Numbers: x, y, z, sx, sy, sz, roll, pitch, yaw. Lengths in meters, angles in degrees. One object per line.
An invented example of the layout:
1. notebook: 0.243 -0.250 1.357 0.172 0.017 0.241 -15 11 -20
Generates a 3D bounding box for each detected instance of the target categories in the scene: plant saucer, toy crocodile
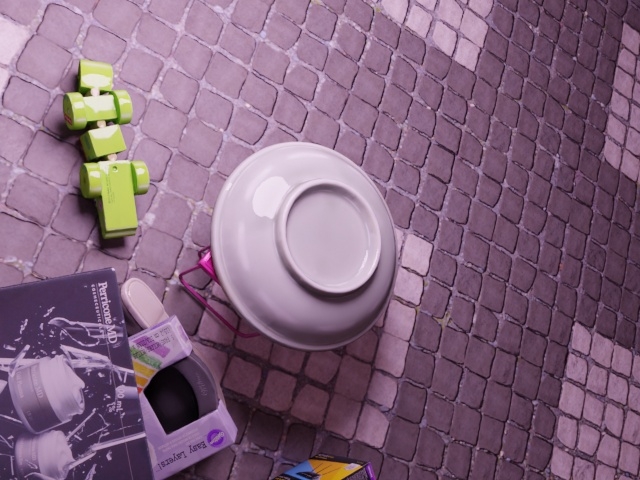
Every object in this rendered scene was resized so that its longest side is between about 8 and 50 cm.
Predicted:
1. plant saucer: 0.000 0.000 1.366 0.400 0.100 0.401 8 75 -29
2. toy crocodile: -0.403 -0.171 1.382 0.115 0.105 0.341 -13 92 -32

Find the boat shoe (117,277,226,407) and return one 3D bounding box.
1. boat shoe: -0.293 0.222 1.381 0.335 0.095 0.112 58 23 -13

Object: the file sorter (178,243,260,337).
1. file sorter: -0.108 0.023 1.463 0.202 0.182 0.291 45 61 -15

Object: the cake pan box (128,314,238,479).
1. cake pan box: -0.305 0.292 1.290 0.266 0.070 0.246 -26 98 1

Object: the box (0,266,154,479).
1. box: -0.440 0.236 1.106 0.312 0.179 0.344 -11 89 -24

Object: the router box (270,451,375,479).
1. router box: 0.003 0.468 1.445 0.133 0.178 0.046 -20 93 -33
